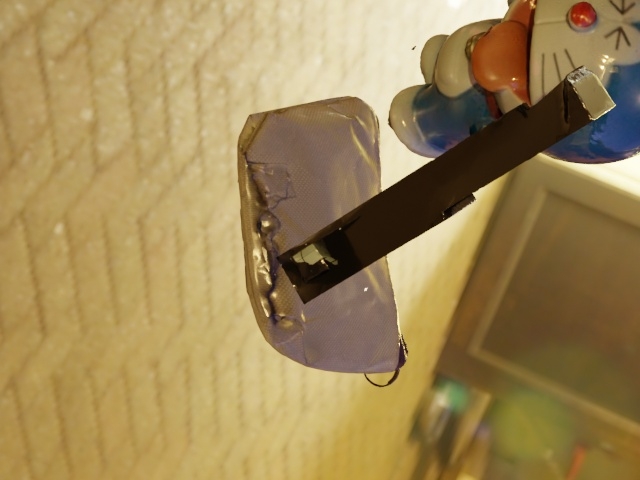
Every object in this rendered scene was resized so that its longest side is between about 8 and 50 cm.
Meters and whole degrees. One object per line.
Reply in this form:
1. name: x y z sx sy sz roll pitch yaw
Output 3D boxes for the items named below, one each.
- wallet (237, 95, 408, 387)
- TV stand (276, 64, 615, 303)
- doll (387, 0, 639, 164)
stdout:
1. wallet: 0.003 0.000 1.745 0.275 0.068 0.335 3 81 -57
2. TV stand: 0.080 -0.035 1.065 0.256 0.040 0.049 -32 179 32
3. doll: 0.175 -0.143 1.277 0.161 0.257 0.215 40 56 -36
